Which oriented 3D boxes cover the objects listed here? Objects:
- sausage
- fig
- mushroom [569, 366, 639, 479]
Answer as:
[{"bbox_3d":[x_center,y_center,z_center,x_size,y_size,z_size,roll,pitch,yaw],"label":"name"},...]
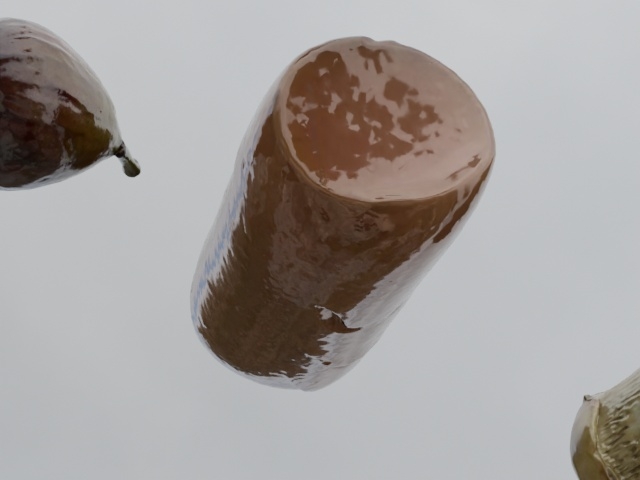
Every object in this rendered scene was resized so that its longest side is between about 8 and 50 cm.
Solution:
[{"bbox_3d":[0.000,0.000,0.794,0.121,0.121,0.304,38,-26,4],"label":"sausage"},{"bbox_3d":[-0.132,-0.060,0.726,0.125,0.089,0.089,15,-14,-39],"label":"fig"},{"bbox_3d":[0.285,0.030,0.797,0.351,0.123,0.095,-42,-101,19],"label":"mushroom"}]
